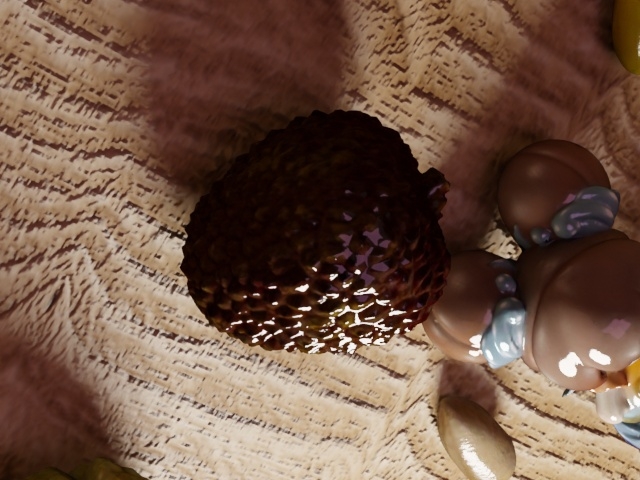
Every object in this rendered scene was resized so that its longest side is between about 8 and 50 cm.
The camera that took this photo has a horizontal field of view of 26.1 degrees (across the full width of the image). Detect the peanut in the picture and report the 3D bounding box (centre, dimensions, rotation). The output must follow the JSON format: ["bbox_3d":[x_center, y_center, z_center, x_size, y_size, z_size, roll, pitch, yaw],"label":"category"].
[{"bbox_3d":[0.185,0.243,1.660,0.076,0.076,0.152,-42,124,-9],"label":"peanut"}]

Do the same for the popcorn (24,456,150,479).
[{"bbox_3d":[-0.215,0.336,1.345,0.258,0.270,0.224,28,92,6],"label":"popcorn"}]

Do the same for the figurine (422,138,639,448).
[{"bbox_3d":[0.324,0.083,1.595,0.388,0.248,0.277,34,89,-49],"label":"figurine"}]

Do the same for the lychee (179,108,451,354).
[{"bbox_3d":[0.000,0.000,1.328,0.271,0.236,0.236,-27,127,6],"label":"lychee"}]

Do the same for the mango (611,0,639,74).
[{"bbox_3d":[0.373,-0.258,1.546,0.103,0.076,0.161,-18,129,-33],"label":"mango"}]
